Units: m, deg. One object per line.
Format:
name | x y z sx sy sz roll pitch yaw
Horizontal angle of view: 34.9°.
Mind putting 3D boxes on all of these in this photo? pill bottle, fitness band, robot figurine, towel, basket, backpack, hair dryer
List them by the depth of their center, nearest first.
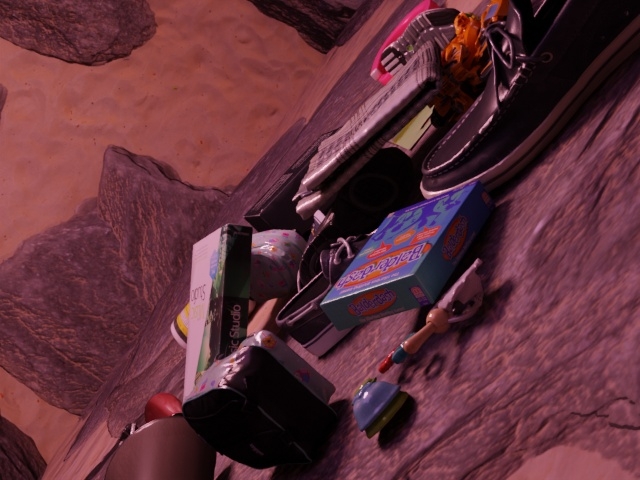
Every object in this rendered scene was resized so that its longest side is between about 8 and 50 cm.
backpack | -0.084 0.216 1.339 0.188 0.166 0.144 -35 20 47
basket | -0.231 0.385 1.480 0.204 0.154 0.227 -50 16 3
towel | 0.076 -0.196 1.694 0.324 0.056 0.312 -44 12 20
robot figurine | 0.261 -0.319 1.754 0.211 0.085 0.291 -42 16 47
backpack | -0.094 0.049 1.948 0.182 0.152 0.115 -15 30 46
hair dryer | -0.332 0.411 2.034 0.293 0.080 0.224 -51 26 38
pill bottle | -0.213 0.142 2.166 0.208 0.119 0.119 -50 12 15
fitness band | 0.213 -0.491 2.515 0.209 0.054 0.291 -46 15 31

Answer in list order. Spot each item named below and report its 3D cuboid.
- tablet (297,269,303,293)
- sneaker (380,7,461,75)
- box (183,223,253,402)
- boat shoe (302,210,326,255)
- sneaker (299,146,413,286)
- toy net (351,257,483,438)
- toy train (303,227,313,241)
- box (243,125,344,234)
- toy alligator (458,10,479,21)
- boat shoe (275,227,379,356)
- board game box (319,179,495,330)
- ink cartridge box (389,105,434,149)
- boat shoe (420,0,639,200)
tablet | -0.032 0.097 1.739 0.006 0.083 0.054 -6 21 3
sneaker | 0.222 -0.420 2.028 0.132 0.086 0.228 -44 12 -37
box | -0.190 0.147 1.857 0.232 0.058 0.322 154 119 -66
boat shoe | 0.000 0.000 1.882 0.083 0.065 0.183 -51 13 4
sneaker | 0.050 -0.039 1.728 0.286 0.109 0.130 -52 5 -6
toy net | 0.118 0.120 1.158 0.232 0.045 0.122 -49 -5 6
toy train | -0.037 -0.006 2.140 0.036 0.027 0.158 -53 12 -16
box | -0.027 -0.111 2.152 0.261 0.103 0.184 -47 8 -10
toy alligator | 0.291 -0.423 2.042 0.190 0.056 0.051 -108 11 -67
boat shoe | 0.047 0.043 1.486 0.301 0.102 0.108 -47 14 29
board game box | 0.112 0.018 1.279 0.160 0.047 0.210 -21 21 42
ink cartridge box | 0.182 -0.264 1.983 0.171 0.056 0.235 -52 10 3
boat shoe | 0.280 -0.243 1.298 0.500 0.156 0.187 -48 14 29
